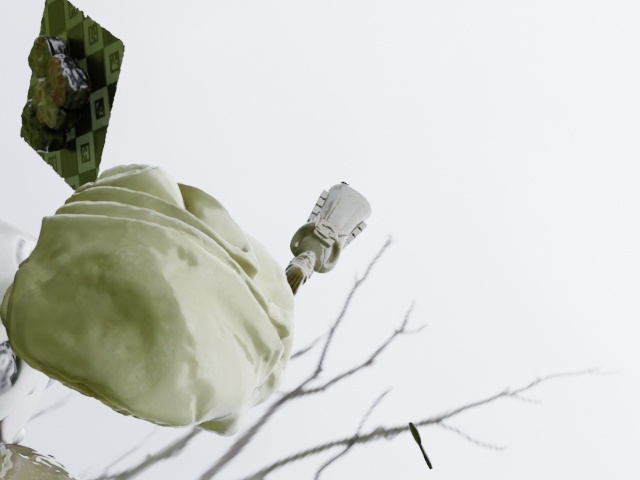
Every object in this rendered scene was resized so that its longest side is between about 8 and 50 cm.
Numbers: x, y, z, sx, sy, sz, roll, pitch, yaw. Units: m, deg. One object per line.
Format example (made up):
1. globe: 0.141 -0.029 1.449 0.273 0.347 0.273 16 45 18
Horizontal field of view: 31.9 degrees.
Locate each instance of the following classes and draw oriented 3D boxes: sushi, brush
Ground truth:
1. sushi: -0.344 -0.189 1.438 0.231 0.047 0.220 39 -60 42
2. brush: 0.159 0.325 1.778 0.083 0.008 0.024 65 -29 24

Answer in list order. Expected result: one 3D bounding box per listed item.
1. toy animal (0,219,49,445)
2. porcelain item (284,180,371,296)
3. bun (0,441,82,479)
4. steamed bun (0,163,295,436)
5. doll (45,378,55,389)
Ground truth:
1. toy animal: -0.400 0.103 1.234 0.251 0.251 0.310 44 -30 18
2. porcelain item: 0.000 0.000 1.604 0.084 0.213 0.054 34 -45 3
3. bun: -0.282 0.270 0.898 0.281 0.205 0.282 6 -68 15
4. steamed bun: -0.147 0.044 1.042 0.276 0.289 0.203 24 -90 21
5. doll: -0.475 0.118 1.566 0.258 0.154 0.228 46 -26 2
